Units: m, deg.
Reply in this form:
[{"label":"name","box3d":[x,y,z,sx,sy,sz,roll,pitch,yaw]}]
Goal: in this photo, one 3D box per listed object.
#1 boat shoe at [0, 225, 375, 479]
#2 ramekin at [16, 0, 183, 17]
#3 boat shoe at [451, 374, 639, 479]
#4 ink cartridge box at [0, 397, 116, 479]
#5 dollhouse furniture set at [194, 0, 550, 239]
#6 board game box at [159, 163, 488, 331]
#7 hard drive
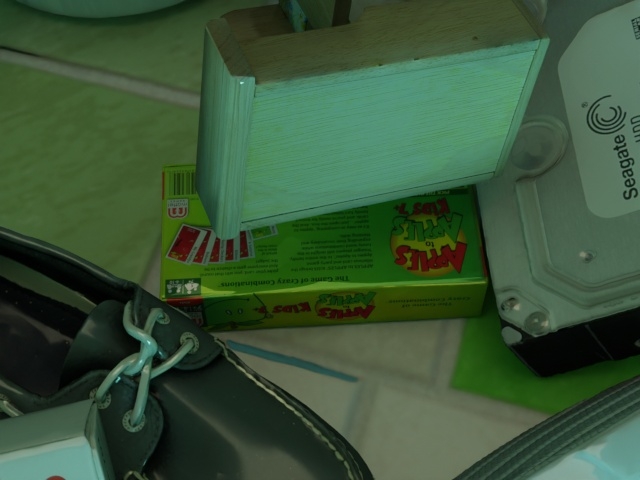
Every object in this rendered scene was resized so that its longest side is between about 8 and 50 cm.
[{"label":"boat shoe","box3d":[-0.114,0.075,0.587,0.320,0.099,0.116,26,61,15]},{"label":"ramekin","box3d":[-0.149,-0.284,0.781,0.277,0.135,0.277,-1,59,2]},{"label":"boat shoe","box3d":[0.091,0.175,0.531,0.335,0.121,0.119,-32,86,-18]},{"label":"ink cartridge box","box3d":[-0.179,0.165,0.511,0.191,0.082,0.139,-13,96,-9]},{"label":"dollhouse furniture set","box3d":[-0.014,-0.137,0.621,0.161,0.212,0.242,-12,52,-19]},{"label":"board game box","box3d":[0.000,0.000,0.665,0.181,0.043,0.092,-3,59,-1]},{"label":"hard drive","box3d":[0.246,-0.081,0.613,0.339,0.064,0.236,-19,55,24]}]
